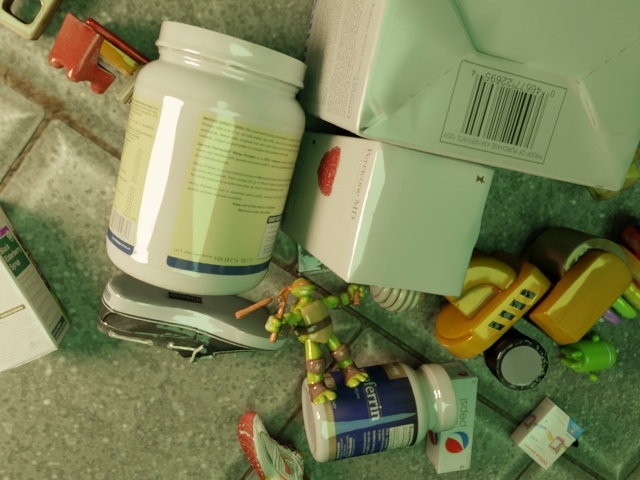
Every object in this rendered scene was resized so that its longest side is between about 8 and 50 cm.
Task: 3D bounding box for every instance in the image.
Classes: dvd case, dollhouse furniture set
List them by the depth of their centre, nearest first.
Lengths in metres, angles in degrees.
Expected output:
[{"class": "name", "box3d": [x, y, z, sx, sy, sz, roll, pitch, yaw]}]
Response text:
[{"class": "dollhouse furniture set", "box3d": [-0.370, -0.336, 0.641, 0.374, 0.201, 0.152, 33, 97, -19]}, {"class": "dvd case", "box3d": [0.000, 0.000, 0.929, 0.087, 0.013, 0.120, -6, 108, -12]}]

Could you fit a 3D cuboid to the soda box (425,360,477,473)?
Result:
[{"class": "soda box", "box3d": [0.264, 0.360, 1.071, 0.073, 0.069, 0.216, -4, 106, -12]}]

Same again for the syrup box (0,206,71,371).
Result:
[{"class": "syrup box", "box3d": [-0.486, 0.066, 0.790, 0.096, 0.093, 0.237, -23, 110, -6]}]

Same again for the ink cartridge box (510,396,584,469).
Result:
[{"class": "ink cartridge box", "box3d": [0.490, 0.418, 1.140, 0.088, 0.052, 0.122, 41, 95, -3]}]

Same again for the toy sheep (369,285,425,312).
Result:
[{"class": "toy sheep", "box3d": [0.131, 0.086, 0.947, 0.132, 0.091, 0.091, 14, 103, -17]}]

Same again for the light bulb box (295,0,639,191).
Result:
[{"class": "light bulb box", "box3d": [0.180, -0.239, 0.716, 0.357, 0.361, 0.225, 9, 106, -16]}]

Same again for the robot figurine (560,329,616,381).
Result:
[{"class": "robot figurine", "box3d": [0.568, 0.241, 1.108, 0.115, 0.067, 0.101, -4, 95, -13]}]

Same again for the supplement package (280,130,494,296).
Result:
[{"class": "supplement package", "box3d": [0.076, -0.054, 0.769, 0.175, 0.293, 0.178, 9, 100, -22]}]

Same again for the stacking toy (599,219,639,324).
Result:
[{"class": "stacking toy", "box3d": [0.582, 0.105, 1.041, 0.302, 0.166, 0.175, -46, 156, 21]}]

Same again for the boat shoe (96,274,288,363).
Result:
[{"class": "boat shoe", "box3d": [-0.208, 0.149, 0.872, 0.306, 0.113, 0.105, 15, 111, -24]}]

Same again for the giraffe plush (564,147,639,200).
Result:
[{"class": "giraffe plush", "box3d": [0.498, -0.203, 0.929, 0.170, 0.181, 0.210, -43, 77, -9]}]

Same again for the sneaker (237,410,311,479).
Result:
[{"class": "sneaker", "box3d": [-0.086, 0.413, 1.007, 0.092, 0.088, 0.225, -33, 112, -24]}]

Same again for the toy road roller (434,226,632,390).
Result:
[{"class": "toy road roller", "box3d": [0.338, 0.076, 0.939, 0.240, 0.202, 0.329, 43, 95, -10]}]

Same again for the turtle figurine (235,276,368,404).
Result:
[{"class": "turtle figurine", "box3d": [-0.016, 0.154, 0.879, 0.269, 0.087, 0.218, -19, 90, -44]}]

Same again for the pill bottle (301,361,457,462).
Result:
[{"class": "pill bottle", "box3d": [0.106, 0.309, 0.974, 0.264, 0.153, 0.153, -6, 108, -12]}]

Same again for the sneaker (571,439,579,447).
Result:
[{"class": "sneaker", "box3d": [0.558, 0.431, 1.179, 0.031, 0.035, 0.083, -38, 111, -1]}]

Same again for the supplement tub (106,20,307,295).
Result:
[{"class": "supplement tub", "box3d": [-0.155, -0.111, 0.741, 0.235, 0.235, 0.325, 12, 103, -16]}]
